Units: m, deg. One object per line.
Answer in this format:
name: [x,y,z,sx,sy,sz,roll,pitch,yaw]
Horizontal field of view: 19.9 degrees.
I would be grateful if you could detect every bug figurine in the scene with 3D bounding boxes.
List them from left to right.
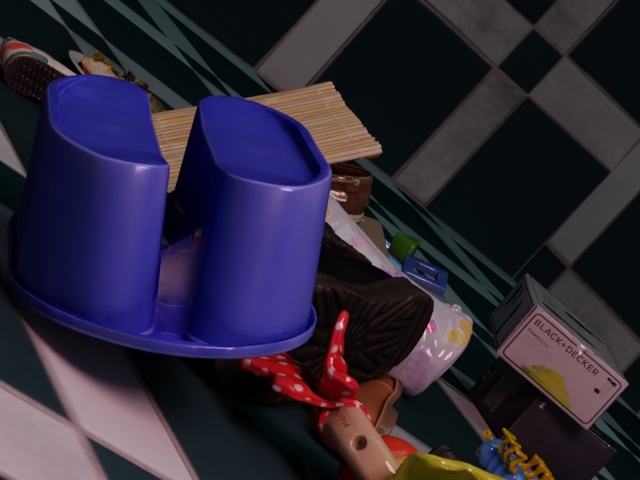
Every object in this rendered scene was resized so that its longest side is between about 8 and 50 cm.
bug figurine: [0.273,0.330,2.031,0.279,0.072,0.216,42,12,-37]

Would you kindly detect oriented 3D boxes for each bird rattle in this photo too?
bird rattle: [0.037,0.193,1.540,0.253,0.143,0.207,43,-14,31]

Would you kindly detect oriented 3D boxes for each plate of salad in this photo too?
plate of salad: [-0.244,-0.186,2.368,0.200,0.048,0.200,41,7,-6]

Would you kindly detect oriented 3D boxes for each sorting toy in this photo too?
sorting toy: [0.000,0.000,2.369,0.347,0.047,0.196,20,23,-16]

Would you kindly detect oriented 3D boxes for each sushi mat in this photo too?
sushi mat: [-0.102,-0.109,1.981,0.316,0.019,0.151,-12,41,-24]

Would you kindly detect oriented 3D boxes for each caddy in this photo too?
caddy: [-0.123,-0.007,1.448,0.241,0.179,0.341,8,17,-12]

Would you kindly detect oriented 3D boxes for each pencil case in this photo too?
pencil case: [0.056,0.065,2.209,0.273,0.124,0.113,41,8,-6]

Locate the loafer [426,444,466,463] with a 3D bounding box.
loafer: [0.126,0.244,1.811,0.061,0.062,0.170,50,11,19]

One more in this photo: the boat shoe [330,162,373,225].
boat shoe: [-0.053,-0.104,2.349,0.257,0.095,0.095,21,22,-11]

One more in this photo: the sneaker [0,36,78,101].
sneaker: [-0.292,-0.175,2.027,0.161,0.057,0.075,32,18,-40]

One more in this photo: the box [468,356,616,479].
box: [0.307,0.253,2.548,0.156,0.093,0.158,38,8,-22]

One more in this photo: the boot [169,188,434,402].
boot: [-0.072,0.027,1.728,0.260,0.131,0.348,39,14,25]

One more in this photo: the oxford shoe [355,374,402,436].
oxford shoe: [0.033,0.160,1.774,0.076,0.076,0.212,28,6,0]

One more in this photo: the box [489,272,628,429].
box: [0.327,0.149,2.548,0.169,0.087,0.290,41,8,-3]

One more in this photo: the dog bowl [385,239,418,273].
dog bowl: [0.062,0.037,2.581,0.166,0.074,0.297,43,7,7]
